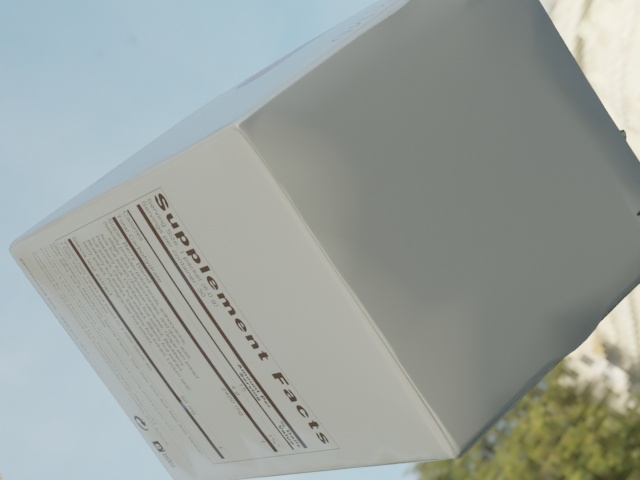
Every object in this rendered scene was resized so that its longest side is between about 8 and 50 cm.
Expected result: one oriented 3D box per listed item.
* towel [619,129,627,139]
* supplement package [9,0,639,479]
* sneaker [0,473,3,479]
[{"bbox_3d":[0.147,-0.008,1.070,0.110,0.027,0.148,-26,-26,-30],"label":"towel"},{"bbox_3d":[0.000,0.000,0.814,0.177,0.175,0.293,-39,10,-30],"label":"supplement package"},{"bbox_3d":[-0.317,0.113,1.290,0.123,0.106,0.290,-51,-60,-40],"label":"sneaker"}]
